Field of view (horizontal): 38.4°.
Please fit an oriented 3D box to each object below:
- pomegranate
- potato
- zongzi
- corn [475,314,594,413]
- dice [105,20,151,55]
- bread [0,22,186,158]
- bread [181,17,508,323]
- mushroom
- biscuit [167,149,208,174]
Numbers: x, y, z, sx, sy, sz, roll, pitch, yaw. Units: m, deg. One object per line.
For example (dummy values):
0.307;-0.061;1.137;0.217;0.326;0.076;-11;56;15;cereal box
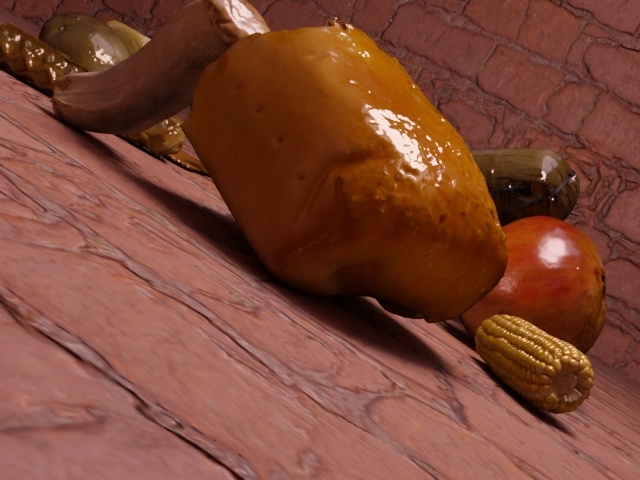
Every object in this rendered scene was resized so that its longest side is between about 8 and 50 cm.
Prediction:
0.328;0.084;1.502;0.271;0.252;0.229;-3;-51;29;pomegranate
-0.458;-0.358;1.776;0.251;0.159;0.174;53;-7;39;potato
0.330;0.001;1.696;0.323;0.160;0.360;6;-56;40;zongzi
0.280;0.162;1.241;0.093;0.093;0.244;29;0;-14;corn
-0.393;-0.347;1.933;0.166;0.169;0.169;34;7;28;dice
-0.387;-0.249;1.516;0.368;0.084;0.077;28;-35;-4;bread
0.063;-0.074;1.133;0.361;0.250;0.394;21;27;-45;bread
-0.219;-0.225;1.231;0.122;0.351;0.095;60;31;-18;mushroom
-0.304;-0.182;1.711;0.237;0.013;0.232;32;5;12;biscuit
